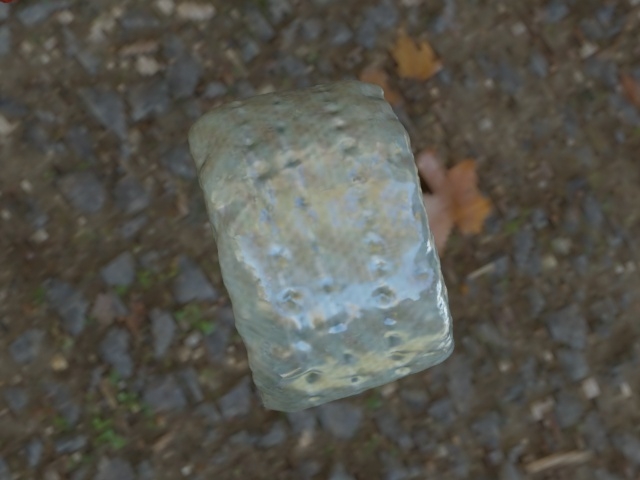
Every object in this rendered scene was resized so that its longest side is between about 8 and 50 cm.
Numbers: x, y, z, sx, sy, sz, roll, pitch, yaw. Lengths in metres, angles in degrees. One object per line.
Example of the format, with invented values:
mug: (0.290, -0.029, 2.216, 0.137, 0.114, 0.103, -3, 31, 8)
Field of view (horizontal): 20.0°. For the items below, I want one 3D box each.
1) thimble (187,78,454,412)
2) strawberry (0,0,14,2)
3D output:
thimble: (0.000, 0.000, 1.665, 0.195, 0.291, 0.291, -14, 75, -2)
strawberry: (-0.235, -0.351, 1.389, 0.312, 0.267, 0.351, 27, 89, -1)
